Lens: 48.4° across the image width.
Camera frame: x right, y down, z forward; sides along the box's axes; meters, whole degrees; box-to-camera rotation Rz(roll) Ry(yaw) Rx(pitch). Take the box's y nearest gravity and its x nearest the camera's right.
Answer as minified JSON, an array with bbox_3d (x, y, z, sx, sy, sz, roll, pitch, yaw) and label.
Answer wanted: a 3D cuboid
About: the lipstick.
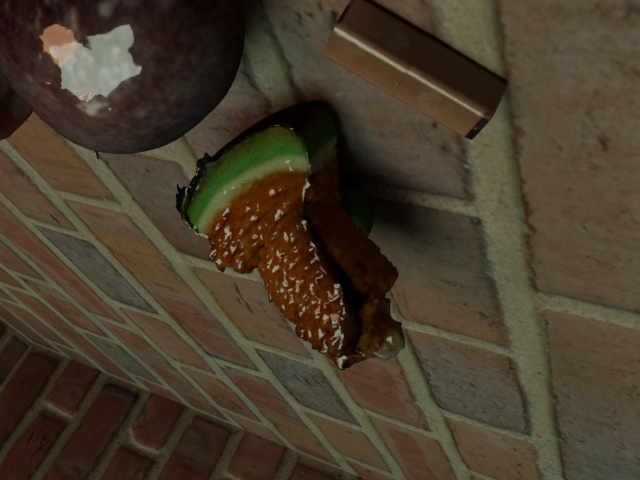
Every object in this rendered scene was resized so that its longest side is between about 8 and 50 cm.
[{"bbox_3d":[0.077,-0.141,0.588,0.145,0.045,0.045,29,157,-3],"label":"lipstick"}]

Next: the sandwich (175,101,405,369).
[{"bbox_3d":[0.000,0.000,0.794,0.250,0.162,0.301,-37,82,49],"label":"sandwich"}]

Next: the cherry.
[{"bbox_3d":[-0.179,-0.178,0.624,0.266,0.183,0.213,-19,137,38],"label":"cherry"}]

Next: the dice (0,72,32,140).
[{"bbox_3d":[-0.411,-0.211,0.767,0.179,0.173,0.175,17,163,6],"label":"dice"}]
